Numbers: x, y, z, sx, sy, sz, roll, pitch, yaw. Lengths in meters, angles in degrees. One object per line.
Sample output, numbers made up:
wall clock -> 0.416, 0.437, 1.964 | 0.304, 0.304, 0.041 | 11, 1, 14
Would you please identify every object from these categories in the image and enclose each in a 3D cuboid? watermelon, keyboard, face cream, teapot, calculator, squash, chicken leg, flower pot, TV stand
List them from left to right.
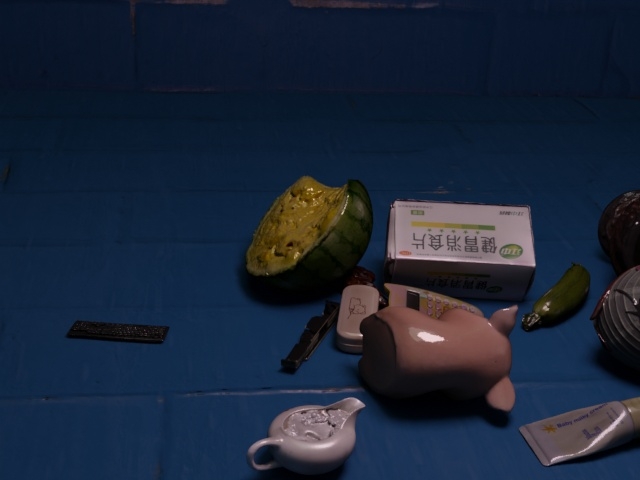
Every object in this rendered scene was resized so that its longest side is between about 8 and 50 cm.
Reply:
keyboard -> -0.410, 0.181, 2.018 | 0.196, 0.015, 0.074 | 4, 24, 1
teapot -> -0.023, 0.334, 1.637 | 0.226, 0.092, 0.145 | -16, 28, -34
TV stand -> -0.018, 0.193, 2.009 | 0.036, 0.042, 0.249 | 13, 26, 16
watermelon -> 0.000, 0.000, 2.220 | 0.189, 0.331, 0.331 | 36, 15, -22
chicken leg -> 0.105, 0.108, 2.203 | 0.089, 0.048, 0.219 | -6, 27, -23
calculator -> 0.243, 0.159, 2.099 | 0.236, 0.033, 0.157 | 14, 27, 0
squash -> 0.546, 0.121, 2.208 | 0.080, 0.071, 0.318 | -31, 1, 41
face cream -> 0.474, 0.334, 1.747 | 0.224, 0.070, 0.114 | -11, 26, -9
flower pot -> 0.778, -0.001, 2.301 | 0.266, 0.266, 0.267 | 1, 13, -5

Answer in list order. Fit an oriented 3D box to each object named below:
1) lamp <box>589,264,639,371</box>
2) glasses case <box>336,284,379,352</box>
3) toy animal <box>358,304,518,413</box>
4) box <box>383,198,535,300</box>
lamp -> 0.671, 0.159, 1.963 | 0.265, 0.233, 0.233 | -16, 30, -23
glasses case -> 0.078, 0.161, 2.060 | 0.083, 0.050, 0.196 | 1, 30, 5
toy animal -> 0.217, 0.216, 1.839 | 0.256, 0.195, 0.213 | -1, 0, -13
box -> 0.307, 0.021, 2.236 | 0.333, 0.145, 0.173 | 3, 51, 0
